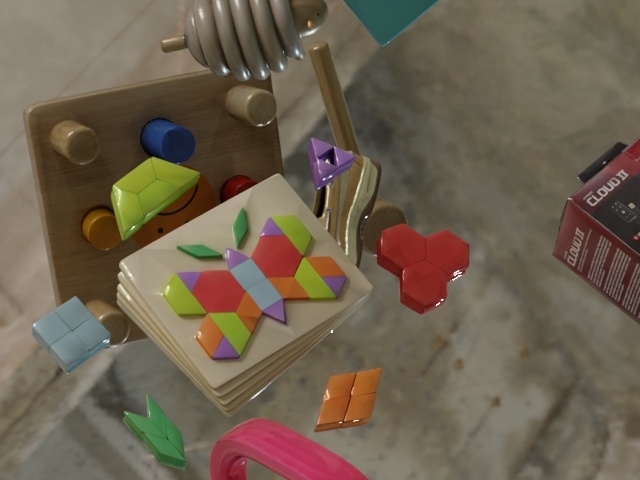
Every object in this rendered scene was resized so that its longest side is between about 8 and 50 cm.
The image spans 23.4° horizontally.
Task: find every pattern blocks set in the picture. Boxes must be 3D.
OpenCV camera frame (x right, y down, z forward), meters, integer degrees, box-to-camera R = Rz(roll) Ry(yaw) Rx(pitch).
[{"bbox_3d":[-0.057,0.038,1.259,0.285,0.026,0.325,37,-120,9],"label":"pattern blocks set"}]

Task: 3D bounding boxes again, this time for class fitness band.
[{"bbox_3d":[-0.009,0.290,1.548,0.054,0.291,0.209,-32,-57,-30],"label":"fitness band"}]

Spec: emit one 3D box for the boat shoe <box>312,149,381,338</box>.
[{"bbox_3d":[0.000,0.000,1.471,0.072,0.068,0.190,21,-115,-17],"label":"boat shoe"}]

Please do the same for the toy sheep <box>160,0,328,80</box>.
[{"bbox_3d":[-0.058,-0.162,1.188,0.132,0.091,0.091,-17,-91,3],"label":"toy sheep"}]

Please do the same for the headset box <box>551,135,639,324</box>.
[{"bbox_3d":[0.401,-0.005,1.599,0.293,0.110,0.218,40,-118,22],"label":"headset box"}]

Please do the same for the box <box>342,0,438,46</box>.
[{"bbox_3d":[0.109,-0.241,1.052,0.244,0.100,0.060,-39,-70,7],"label":"box"}]

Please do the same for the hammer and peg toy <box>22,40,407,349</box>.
[{"bbox_3d":[-0.105,-0.052,1.553,0.361,0.127,0.266,-15,-73,-22],"label":"hammer and peg toy"}]
